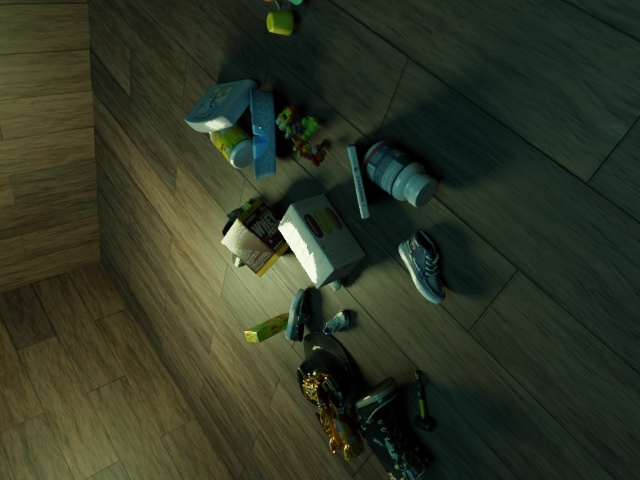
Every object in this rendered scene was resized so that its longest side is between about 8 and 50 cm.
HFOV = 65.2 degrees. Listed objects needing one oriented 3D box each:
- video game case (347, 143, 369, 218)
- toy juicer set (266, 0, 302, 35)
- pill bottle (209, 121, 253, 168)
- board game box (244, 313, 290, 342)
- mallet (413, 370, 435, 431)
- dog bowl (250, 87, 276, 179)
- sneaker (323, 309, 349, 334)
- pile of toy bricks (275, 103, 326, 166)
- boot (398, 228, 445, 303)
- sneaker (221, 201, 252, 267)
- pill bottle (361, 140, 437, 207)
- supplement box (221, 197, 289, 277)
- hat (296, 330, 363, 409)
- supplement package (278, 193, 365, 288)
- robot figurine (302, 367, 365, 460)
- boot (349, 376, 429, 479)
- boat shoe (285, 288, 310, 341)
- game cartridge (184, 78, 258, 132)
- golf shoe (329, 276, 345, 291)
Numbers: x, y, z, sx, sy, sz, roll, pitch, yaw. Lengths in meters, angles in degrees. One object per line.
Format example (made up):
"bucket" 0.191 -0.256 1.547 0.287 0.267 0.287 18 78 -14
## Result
"video game case" 0.101 -0.164 1.340 0.201 0.023 0.183 -76 -27 -77
"toy juicer set" -0.079 -0.739 1.347 0.329 0.089 0.209 -47 57 59
"pill bottle" -0.322 -0.364 1.800 0.208 0.117 0.117 48 139 25
"board game box" -0.189 0.334 1.919 0.092 0.181 0.043 -10 99 53
"mallet" 0.308 0.482 1.493 0.062 0.039 0.190 14 114 49
"dog bowl" -0.186 -0.343 1.626 0.166 0.074 0.297 -108 16 -62
"sneaker" 0.051 0.285 1.696 0.052 0.058 0.135 53 140 20
"pile of toy bricks" -0.039 -0.325 1.495 0.105 0.118 0.212 -47 49 21
"boot" 0.276 0.067 1.295 0.190 0.069 0.086 58 145 17
"sneaker" -0.333 -0.013 1.981 0.111 0.121 0.300 39 134 35
"pill bottle" 0.199 -0.162 1.250 0.180 0.108 0.108 41 136 31
"supplement box" -0.217 -0.007 1.779 0.194 0.129 0.191 42 142 -3
"hat" -0.003 0.505 1.813 0.331 0.134 0.331 28 128 42
"supplement package" 0.000 0.000 1.553 0.244 0.139 0.134 56 143 16
"robot figurine" 0.036 0.556 1.626 0.211 0.085 0.291 -19 96 62
"boot" 0.223 0.599 1.549 0.284 0.138 0.377 53 150 20
"boat shoe" -0.073 0.282 1.844 0.076 0.080 0.228 20 115 12
"game cartridge" -0.355 -0.464 1.740 0.297 0.198 0.062 12 150 48
"golf shoe" 0.007 0.100 1.659 0.176 0.069 0.086 46 144 29
